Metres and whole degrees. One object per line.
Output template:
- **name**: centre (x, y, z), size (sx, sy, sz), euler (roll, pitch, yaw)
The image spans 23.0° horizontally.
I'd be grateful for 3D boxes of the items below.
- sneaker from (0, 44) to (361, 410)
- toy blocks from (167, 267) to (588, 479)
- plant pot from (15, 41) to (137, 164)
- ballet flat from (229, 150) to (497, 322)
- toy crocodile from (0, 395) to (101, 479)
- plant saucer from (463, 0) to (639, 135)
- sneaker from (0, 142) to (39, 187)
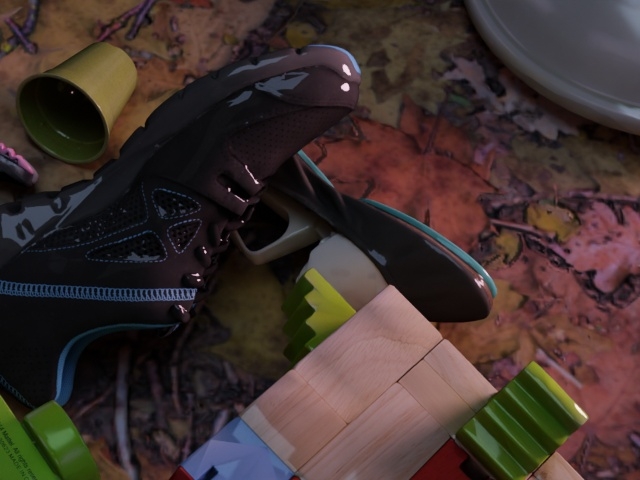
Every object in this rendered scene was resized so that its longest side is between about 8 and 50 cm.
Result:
- **sneaker**: centre (-0.103, -0.012, 1.115), size (0.340, 0.125, 0.140), euler (-34, 81, 4)
- **toy blocks**: centre (0.044, 0.216, 0.922), size (0.381, 0.191, 0.261), euler (46, 55, 8)
- **plant pot**: centre (-0.184, -0.116, 1.244), size (0.083, 0.083, 0.079), euler (23, 45, 12)
- **ballet flat**: centre (0.000, 0.000, 1.170), size (0.280, 0.095, 0.096), euler (36, 70, 31)
- **toy crocodile**: centre (-0.165, 0.207, 1.008), size (0.115, 0.105, 0.340), euler (-35, 60, -21)
- **plant saucer**: centre (0.320, -0.259, 1.341), size (0.400, 0.101, 0.401), euler (0, 51, 0)
- **sneaker**: centre (-0.277, -0.055, 1.216), size (0.119, 0.047, 0.057), euler (18, 78, 9)
